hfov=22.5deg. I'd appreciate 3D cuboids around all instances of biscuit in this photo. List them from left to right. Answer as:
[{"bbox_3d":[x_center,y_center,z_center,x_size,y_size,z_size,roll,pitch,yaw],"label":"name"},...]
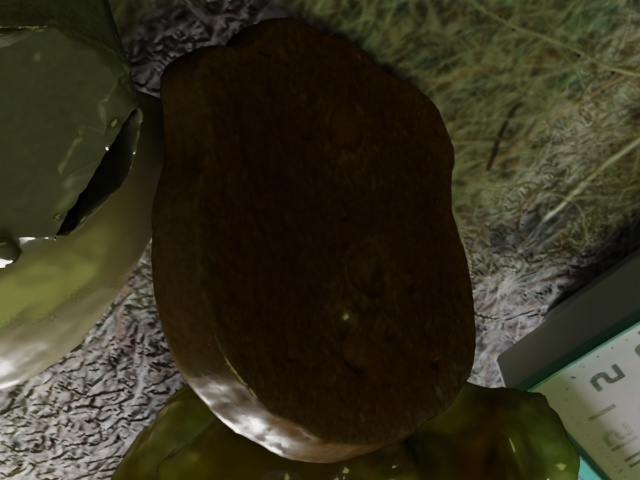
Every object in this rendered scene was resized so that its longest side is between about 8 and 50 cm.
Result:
[{"bbox_3d":[-0.002,0.000,0.940,0.049,0.257,0.273,-14,165,34],"label":"biscuit"}]

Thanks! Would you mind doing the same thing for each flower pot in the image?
[{"bbox_3d":[-0.178,-0.098,0.779,0.212,0.202,0.212,-18,140,-16],"label":"flower pot"}]

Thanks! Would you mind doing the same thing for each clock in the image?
[{"bbox_3d":[0.283,0.095,1.286,0.231,0.116,0.262,-33,137,11],"label":"clock"}]

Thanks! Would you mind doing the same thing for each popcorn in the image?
[{"bbox_3d":[0.008,0.200,1.103,0.335,0.279,0.274,-20,131,-33],"label":"popcorn"}]

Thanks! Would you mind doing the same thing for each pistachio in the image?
[{"bbox_3d":[-0.173,-0.004,0.914,0.238,0.138,0.153,-30,105,-10],"label":"pistachio"}]
